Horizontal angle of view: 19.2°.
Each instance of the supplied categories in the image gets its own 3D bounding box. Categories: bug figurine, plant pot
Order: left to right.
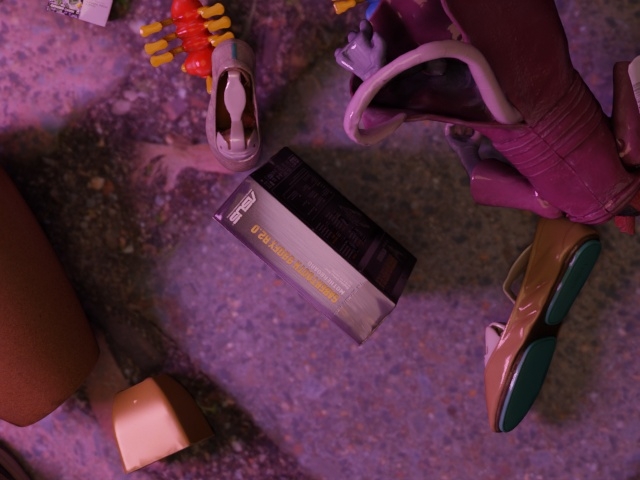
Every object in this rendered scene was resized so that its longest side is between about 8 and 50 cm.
[{"bbox_3d":[-0.350,0.061,1.923,0.237,0.237,0.254,-37,108,16],"label":"plant pot"},{"bbox_3d":[-0.173,0.187,1.980,0.081,0.081,0.083,-26,86,15],"label":"plant pot"},{"bbox_3d":[-0.047,-0.271,1.855,0.279,0.072,0.216,-13,103,10],"label":"bug figurine"}]

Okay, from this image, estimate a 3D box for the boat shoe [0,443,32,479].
[{"bbox_3d":[-0.304,0.351,2.011,0.355,0.130,0.132,37,106,1],"label":"boat shoe"}]

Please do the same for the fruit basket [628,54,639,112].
[{"bbox_3d":[0.471,-0.068,1.763,0.327,0.165,0.353,-21,118,-3],"label":"fruit basket"}]

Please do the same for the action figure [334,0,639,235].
[{"bbox_3d":[0.211,-0.122,1.733,0.248,0.276,0.370,-41,111,20],"label":"action figure"}]

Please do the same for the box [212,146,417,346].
[{"bbox_3d":[0.000,0.000,1.826,0.183,0.231,0.056,42,103,-1],"label":"box"}]

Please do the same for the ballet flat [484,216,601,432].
[{"bbox_3d":[0.208,0.080,1.898,0.073,0.080,0.232,32,105,31],"label":"ballet flat"}]

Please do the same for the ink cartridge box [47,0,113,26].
[{"bbox_3d":[-0.230,-0.280,1.904,0.063,0.029,0.115,16,106,-8],"label":"ink cartridge box"}]

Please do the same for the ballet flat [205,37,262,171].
[{"bbox_3d":[-0.087,-0.122,1.869,0.057,0.052,0.168,-6,132,-2],"label":"ballet flat"}]
